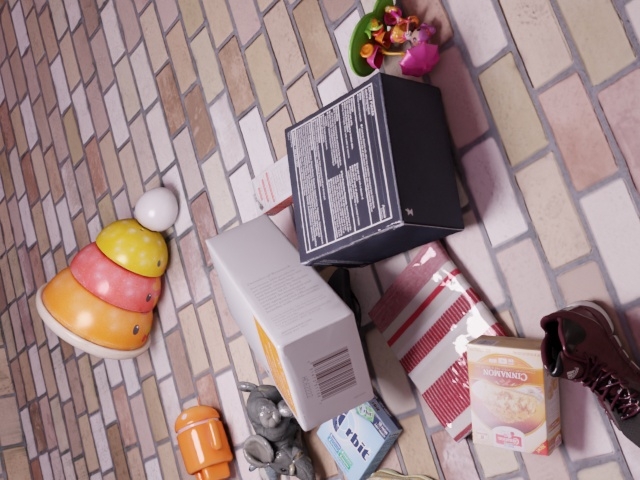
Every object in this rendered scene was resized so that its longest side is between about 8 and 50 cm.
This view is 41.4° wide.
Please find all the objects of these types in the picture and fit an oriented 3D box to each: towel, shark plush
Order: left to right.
[{"bbox_3d":[-0.109,0.517,2.074,0.067,0.073,0.161,26,92,24],"label":"shark plush"},{"bbox_3d":[0.244,0.192,1.635,0.237,0.037,0.329,-54,57,34],"label":"towel"}]

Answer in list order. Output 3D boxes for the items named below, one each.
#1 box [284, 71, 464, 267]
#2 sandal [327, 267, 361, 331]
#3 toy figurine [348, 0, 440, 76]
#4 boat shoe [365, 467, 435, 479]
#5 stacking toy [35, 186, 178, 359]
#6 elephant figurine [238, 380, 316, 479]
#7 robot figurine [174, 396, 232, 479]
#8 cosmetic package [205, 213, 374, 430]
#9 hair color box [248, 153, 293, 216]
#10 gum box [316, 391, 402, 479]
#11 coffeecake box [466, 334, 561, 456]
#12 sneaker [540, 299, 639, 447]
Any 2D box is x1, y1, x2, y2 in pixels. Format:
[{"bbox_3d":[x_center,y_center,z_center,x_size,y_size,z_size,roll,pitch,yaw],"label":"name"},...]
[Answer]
[{"bbox_3d":[0.099,-0.123,1.650,0.294,0.182,0.297,-23,70,48],"label":"box"},{"bbox_3d":[0.054,0.187,1.831,0.097,0.054,0.255,-20,72,62],"label":"sandal"},{"bbox_3d":[0.164,-0.385,1.649,0.159,0.130,0.173,22,85,32],"label":"toy figurine"},{"bbox_3d":[0.166,0.512,1.719,0.190,0.072,0.068,-7,88,49],"label":"boat shoe"},{"bbox_3d":[-0.546,0.061,2.376,0.350,0.350,0.480,43,108,38],"label":"stacking toy"},{"bbox_3d":[-0.096,0.464,1.950,0.186,0.169,0.240,-124,33,-71],"label":"elephant figurine"},{"bbox_3d":[-0.310,0.530,2.225,0.158,0.128,0.220,72,178,-72],"label":"robot figurine"},{"bbox_3d":[-0.075,0.153,1.762,0.453,0.161,0.230,47,156,55],"label":"cosmetic package"},{"bbox_3d":[-0.093,-0.128,1.981,0.167,0.053,0.093,-29,73,45],"label":"hair color box"},{"bbox_3d":[0.080,0.413,1.833,0.157,0.041,0.184,51,127,34],"label":"gum box"},{"bbox_3d":[0.337,0.266,1.475,0.142,0.068,0.186,1,100,37],"label":"coffeecake box"},{"bbox_3d":[0.431,0.226,1.324,0.106,0.162,0.281,-54,54,36],"label":"sneaker"}]
